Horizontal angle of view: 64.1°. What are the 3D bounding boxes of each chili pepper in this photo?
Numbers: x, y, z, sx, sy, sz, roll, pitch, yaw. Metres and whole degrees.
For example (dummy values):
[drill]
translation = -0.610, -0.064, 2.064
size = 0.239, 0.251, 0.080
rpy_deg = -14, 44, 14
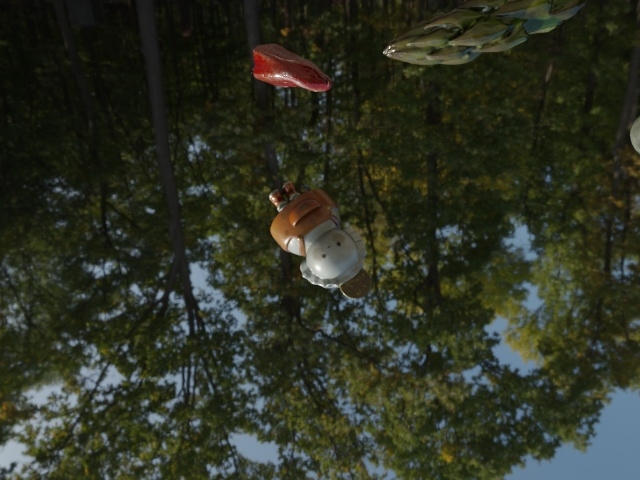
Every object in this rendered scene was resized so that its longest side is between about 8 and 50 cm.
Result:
[chili pepper]
translation = -0.079, -0.495, 1.492
size = 0.252, 0.144, 0.136
rpy_deg = 26, -108, 30

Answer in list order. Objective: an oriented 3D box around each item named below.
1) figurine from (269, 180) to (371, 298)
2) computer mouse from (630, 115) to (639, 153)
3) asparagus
[figurine]
translation = -0.001, 0.000, 1.002
size = 0.143, 0.271, 0.143
rpy_deg = -37, 177, -2
[computer mouse]
translation = 0.928, -0.241, 1.231
size = 0.197, 0.095, 0.331
rpy_deg = -46, -131, -7
[asparagus]
translation = 0.221, -0.276, 0.655
size = 0.287, 0.080, 0.080
rpy_deg = -13, -155, 3
